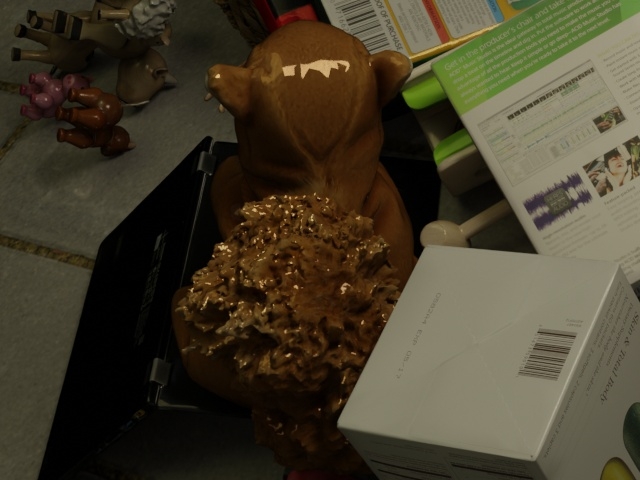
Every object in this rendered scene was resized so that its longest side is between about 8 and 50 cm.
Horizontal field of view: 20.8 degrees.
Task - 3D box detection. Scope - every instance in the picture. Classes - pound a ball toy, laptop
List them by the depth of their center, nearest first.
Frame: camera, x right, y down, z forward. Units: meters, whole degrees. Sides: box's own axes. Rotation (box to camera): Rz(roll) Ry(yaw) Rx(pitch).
[{"bbox_3d":[0.232,-0.120,1.894,0.319,0.136,0.208,-27,68,8],"label":"pound a ball toy"},{"bbox_3d":[-0.093,0.098,1.969,0.408,0.236,0.382,-40,30,42],"label":"laptop"}]

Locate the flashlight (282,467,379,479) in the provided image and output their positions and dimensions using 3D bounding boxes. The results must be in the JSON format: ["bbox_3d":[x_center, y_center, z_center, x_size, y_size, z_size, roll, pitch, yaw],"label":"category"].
[{"bbox_3d":[-0.014,0.328,1.638,0.103,0.103,0.304,12,59,8],"label":"flashlight"}]

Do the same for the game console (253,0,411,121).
[{"bbox_3d":[0.119,-0.317,2.069,0.387,0.060,0.342,-24,65,-5],"label":"game console"}]

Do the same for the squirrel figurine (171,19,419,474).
[{"bbox_3d":[0.000,0.000,1.614,0.281,0.370,0.397,1,33,-4],"label":"squirrel figurine"}]

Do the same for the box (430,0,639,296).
[{"bbox_3d":[0.286,-0.105,1.770,0.232,0.058,0.322,-29,69,7],"label":"box"}]

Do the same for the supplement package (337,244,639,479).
[{"bbox_3d":[0.186,0.165,1.522,0.198,0.262,0.199,5,55,37],"label":"supplement package"}]

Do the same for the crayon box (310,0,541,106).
[{"bbox_3d":[0.157,-0.293,1.975,0.323,0.083,0.203,-20,64,-3],"label":"crayon box"}]

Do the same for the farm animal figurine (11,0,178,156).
[{"bbox_3d":[-0.274,-0.273,2.323,0.330,0.172,0.326,58,134,50],"label":"farm animal figurine"}]

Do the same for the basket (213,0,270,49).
[{"bbox_3d":[-0.019,-0.432,2.275,0.223,0.213,0.299,-11,46,27],"label":"basket"}]
